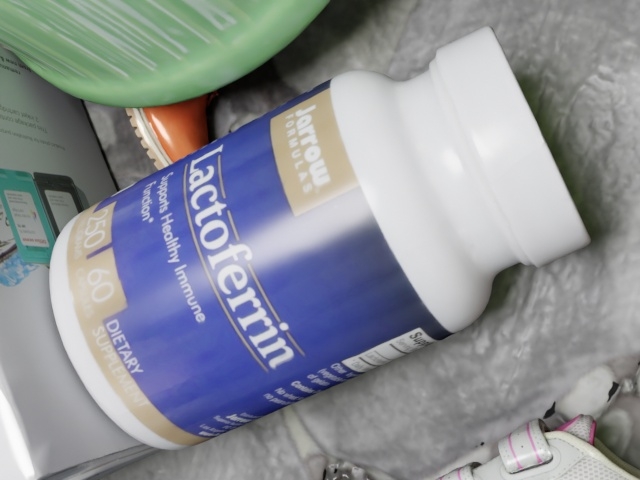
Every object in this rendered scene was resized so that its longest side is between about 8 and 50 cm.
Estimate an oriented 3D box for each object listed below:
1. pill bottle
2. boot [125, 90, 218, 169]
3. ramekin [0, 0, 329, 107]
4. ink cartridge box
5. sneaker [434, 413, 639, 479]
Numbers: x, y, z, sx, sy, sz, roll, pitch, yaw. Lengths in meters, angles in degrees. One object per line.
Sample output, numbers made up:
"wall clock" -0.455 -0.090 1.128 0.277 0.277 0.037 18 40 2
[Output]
"pill bottle" 0.000 0.000 0.493 0.265 0.153 0.153 -26 79 15
"boot" -0.083 -0.111 0.578 0.085 0.059 0.158 -14 82 12
"ramekin" -0.120 -0.237 0.478 0.303 0.148 0.303 -5 79 27
"ink cartridge box" -0.234 0.040 0.543 0.198 0.197 0.270 -26 79 15
"sneaker" 0.113 0.148 0.482 0.252 0.103 0.111 0 83 12
